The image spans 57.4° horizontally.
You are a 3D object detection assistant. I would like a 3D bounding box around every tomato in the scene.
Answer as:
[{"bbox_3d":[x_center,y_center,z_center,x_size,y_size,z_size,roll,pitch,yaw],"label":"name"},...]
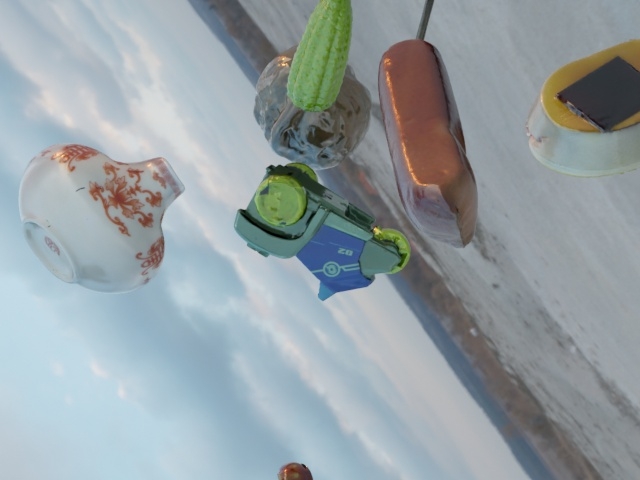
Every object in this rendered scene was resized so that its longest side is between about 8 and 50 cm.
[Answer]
[{"bbox_3d":[-0.053,0.514,1.244,0.087,0.075,0.087,166,90,-81],"label":"tomato"}]

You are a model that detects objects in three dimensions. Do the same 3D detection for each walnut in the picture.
[{"bbox_3d":[-0.015,-0.286,1.271,0.273,0.226,0.273,26,120,57],"label":"walnut"}]

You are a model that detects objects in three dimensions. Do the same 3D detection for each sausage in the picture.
[{"bbox_3d":[0.110,-0.112,0.621,0.089,0.083,0.300,77,-171,-47],"label":"sausage"}]

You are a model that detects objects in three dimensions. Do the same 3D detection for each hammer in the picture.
[{"bbox_3d":[0.141,-0.276,0.887,0.017,0.182,0.062,25,-157,32],"label":"hammer"}]

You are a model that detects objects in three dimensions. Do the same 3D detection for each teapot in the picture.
[{"bbox_3d":[-0.232,-0.017,0.582,0.245,0.116,0.159,-2,135,46],"label":"teapot"}]

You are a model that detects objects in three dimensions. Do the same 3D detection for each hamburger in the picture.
[{"bbox_3d":[0.508,-0.218,1.005,0.151,0.295,0.227,72,180,-51],"label":"hamburger"}]

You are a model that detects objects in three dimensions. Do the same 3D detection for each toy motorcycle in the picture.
[{"bbox_3d":[0.000,0.000,1.141,0.326,0.200,0.191,33,-163,-2],"label":"toy motorcycle"}]

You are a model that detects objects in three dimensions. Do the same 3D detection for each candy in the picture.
[{"bbox_3d":[0.005,-0.319,0.979,0.097,0.096,0.210,57,143,34],"label":"candy"}]
